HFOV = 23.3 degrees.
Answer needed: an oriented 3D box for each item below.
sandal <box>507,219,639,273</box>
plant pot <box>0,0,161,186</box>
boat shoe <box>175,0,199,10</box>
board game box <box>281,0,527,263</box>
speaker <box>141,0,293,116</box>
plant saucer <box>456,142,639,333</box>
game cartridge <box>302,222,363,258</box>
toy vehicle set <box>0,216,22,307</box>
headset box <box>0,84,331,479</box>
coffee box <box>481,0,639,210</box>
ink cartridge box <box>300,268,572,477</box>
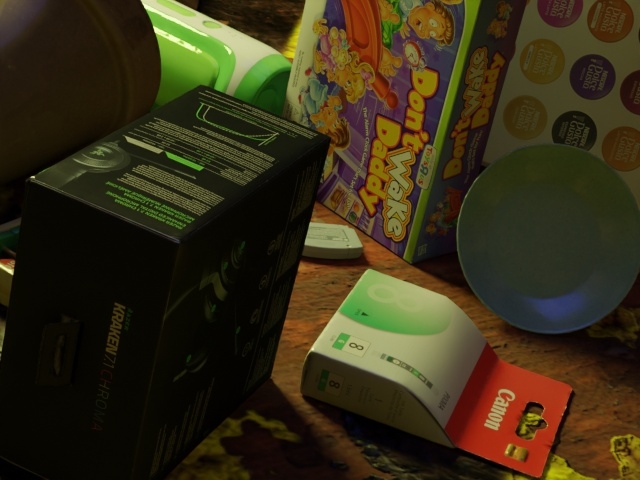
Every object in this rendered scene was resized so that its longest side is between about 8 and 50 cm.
[{"bbox_3d":[0.309,0.018,1.655,0.240,0.088,0.079,-3,25,-39],"label":"sandal"},{"bbox_3d":[-0.326,-0.160,1.568,0.263,0.263,0.229,22,45,16],"label":"plant pot"},{"bbox_3d":[-0.244,-0.403,2.216,0.123,0.123,0.342,34,10,-31],"label":"boat shoe"},{"bbox_3d":[0.081,-0.185,1.653,0.078,0.347,0.233,-14,37,-42],"label":"board game box"},{"bbox_3d":[-0.165,-0.209,1.830,0.296,0.131,0.131,29,30,27],"label":"speaker"},{"bbox_3d":[0.231,-0.001,1.586,0.195,0.195,0.037,11,-5,-5],"label":"plant saucer"},{"bbox_3d":[0.000,0.000,1.626,0.083,0.017,0.056,5,24,-17],"label":"game cartridge"},{"bbox_3d":[-0.196,0.013,1.483,0.166,0.035,0.267,26,29,24],"label":"toy vehicle set"},{"bbox_3d":[-0.128,0.042,1.228,0.131,0.246,0.283,22,29,16],"label":"headset box"},{"bbox_3d":[0.317,-0.256,1.860,0.334,0.337,0.338,19,16,13],"label":"coffee box"},{"bbox_3d":[0.114,0.116,1.414,0.225,0.056,0.181,17,27,12],"label":"ink cartridge box"}]
